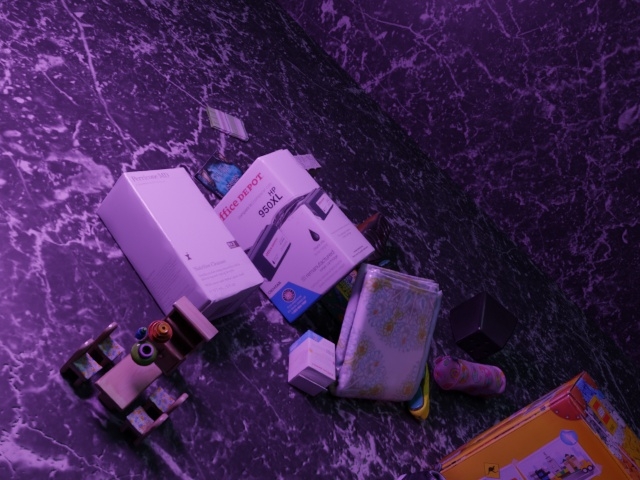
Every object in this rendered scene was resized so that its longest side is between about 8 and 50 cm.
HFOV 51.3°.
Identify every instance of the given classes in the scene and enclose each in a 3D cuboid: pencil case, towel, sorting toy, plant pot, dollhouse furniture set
[{"bbox_3d":[0.504,0.461,2.253,0.284,0.124,0.124,20,38,-38],"label":"pencil case"},{"bbox_3d":[-0.330,-0.408,2.346,0.152,0.023,0.113,17,38,-39],"label":"towel"},{"bbox_3d":[-0.329,0.192,1.297,0.061,0.042,0.102,37,52,-9],"label":"sorting toy"},{"bbox_3d":[0.187,0.268,1.895,0.321,0.374,0.090,17,-4,-39],"label":"towel"},{"bbox_3d":[0.600,0.335,2.494,0.187,0.188,0.167,40,42,-13],"label":"plant pot"},{"bbox_3d":[-0.344,0.242,1.347,0.212,0.161,0.242,46,28,-1],"label":"dollhouse furniture set"}]

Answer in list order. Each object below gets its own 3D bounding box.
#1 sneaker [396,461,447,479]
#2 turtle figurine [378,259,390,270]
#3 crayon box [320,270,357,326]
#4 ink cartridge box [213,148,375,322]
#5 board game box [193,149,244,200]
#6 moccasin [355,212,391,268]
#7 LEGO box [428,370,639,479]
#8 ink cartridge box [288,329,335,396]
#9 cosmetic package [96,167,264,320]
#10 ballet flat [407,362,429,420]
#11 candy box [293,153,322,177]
[{"bbox_3d":[0.253,0.663,1.621,0.101,0.153,0.268,37,30,-17],"label":"sneaker"},{"bbox_3d":[0.235,0.191,2.244,0.175,0.118,0.234,-32,95,-18],"label":"turtle figurine"},{"bbox_3d":[0.050,0.134,2.094,0.278,0.081,0.165,50,28,7],"label":"crayon box"},{"bbox_3d":[-0.093,-0.016,1.881,0.395,0.285,0.166,49,29,6],"label":"ink cartridge box"},{"bbox_3d":[-0.314,-0.203,2.094,0.126,0.026,0.186,40,29,-12],"label":"board game box"},{"bbox_3d":[0.145,0.008,2.346,0.139,0.147,0.380,55,22,-14],"label":"moccasin"},{"bbox_3d":[0.581,0.640,1.730,0.372,0.500,0.193,56,30,15],"label":"LEGO box"},{"bbox_3d":[-0.023,0.328,1.742,0.092,0.090,0.143,33,32,-23],"label":"ink cartridge box"},{"bbox_3d":[-0.345,0.014,1.642,0.385,0.156,0.217,53,31,11],"label":"cosmetic package"},{"bbox_3d":[0.303,0.455,2.053,0.077,0.077,0.231,56,25,-29],"label":"ballet flat"},{"bbox_3d":[-0.118,-0.210,2.228,0.071,0.159,0.233,54,28,11],"label":"candy box"}]
